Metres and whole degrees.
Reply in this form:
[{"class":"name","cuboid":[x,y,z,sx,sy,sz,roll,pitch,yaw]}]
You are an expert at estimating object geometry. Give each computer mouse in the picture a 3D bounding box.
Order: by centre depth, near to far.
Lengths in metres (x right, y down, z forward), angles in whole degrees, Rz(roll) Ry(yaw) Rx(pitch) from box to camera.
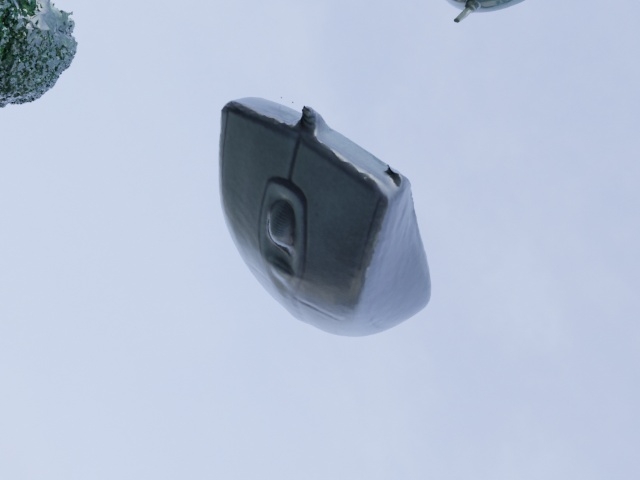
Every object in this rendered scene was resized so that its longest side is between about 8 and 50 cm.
[{"class":"computer mouse","cuboid":[0.000,0.000,0.952,0.188,0.122,0.371,29,-19,21]}]

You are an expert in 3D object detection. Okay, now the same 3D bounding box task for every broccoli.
[{"class":"broccoli","cuboid":[-0.540,-0.340,1.714,0.294,0.265,0.245,82,-18,-67]}]

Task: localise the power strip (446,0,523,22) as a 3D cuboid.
[{"class":"power strip","cuboid":[0.226,-0.336,1.235,0.216,0.044,0.137,-43,-139,-6]}]
